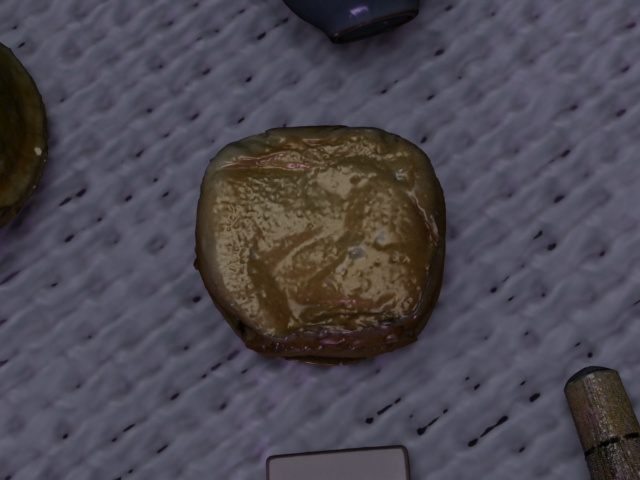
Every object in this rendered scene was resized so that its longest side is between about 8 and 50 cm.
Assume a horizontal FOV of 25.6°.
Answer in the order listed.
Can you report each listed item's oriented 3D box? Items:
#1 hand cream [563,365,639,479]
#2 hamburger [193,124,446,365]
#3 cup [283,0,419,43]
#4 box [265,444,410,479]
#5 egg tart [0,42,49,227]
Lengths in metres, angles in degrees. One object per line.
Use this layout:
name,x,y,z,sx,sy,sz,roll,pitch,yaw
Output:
hand cream,0.234,0.189,1.067,0.084,0.084,0.203,-18,66,0
hamburger,0.000,-0.002,1.139,0.213,0.108,0.214,-2,72,7
cup,0.024,-0.251,1.201,0.199,0.199,0.150,-17,89,0
box,0.014,0.190,1.117,0.115,0.025,0.048,-6,76,4
egg tart,-0.368,-0.108,1.168,0.290,0.115,0.290,8,60,-14
